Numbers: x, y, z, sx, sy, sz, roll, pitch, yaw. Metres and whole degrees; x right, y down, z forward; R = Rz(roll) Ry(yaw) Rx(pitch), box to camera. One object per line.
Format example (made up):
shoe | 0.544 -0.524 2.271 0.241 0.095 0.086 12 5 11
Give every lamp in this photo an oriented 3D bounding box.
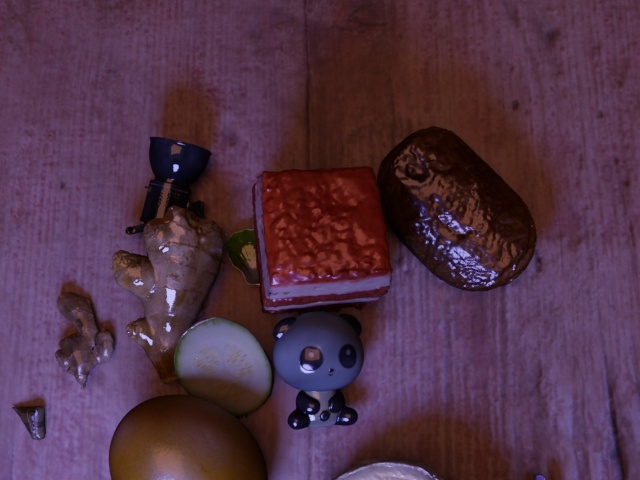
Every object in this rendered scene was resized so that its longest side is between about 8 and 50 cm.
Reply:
lamp | -0.339 -0.108 1.786 0.172 0.147 0.227 13 88 -17
lamp | -0.004 0.273 1.655 0.197 0.198 0.244 -2 89 4

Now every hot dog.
hot dog | 0.300 -0.067 1.709 0.267 0.174 0.387 -43 88 -3

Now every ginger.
ginger | -0.335 0.114 1.687 0.166 0.236 0.375 -1 71 41
ginger | -0.552 0.216 1.761 0.133 0.059 0.214 -36 80 -8

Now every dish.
dish | -0.161 0.043 1.781 0.091 0.039 0.137 -22 81 -7

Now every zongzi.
zongzi | -0.657 0.410 1.741 0.083 0.040 0.076 -5 84 15

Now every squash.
squash | -0.199 0.273 1.623 0.189 0.260 0.189 -1 74 2

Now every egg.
egg | -0.264 0.465 1.563 0.351 0.282 0.282 44 83 -20

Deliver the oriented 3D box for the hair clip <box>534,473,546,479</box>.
hair clip | 0.486 0.626 1.598 0.137 0.090 0.278 -29 70 11

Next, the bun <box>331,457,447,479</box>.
bun | 0.138 0.620 1.558 0.364 0.202 0.364 -2 74 7

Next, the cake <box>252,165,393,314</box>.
cake | 0.000 0.000 1.623 0.269 0.319 0.270 -5 77 -8
